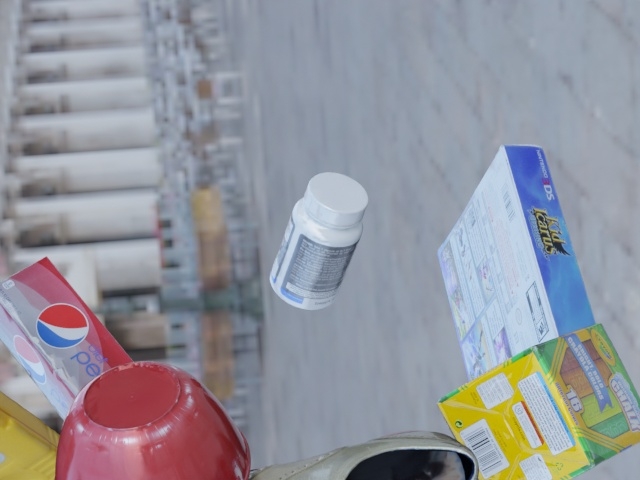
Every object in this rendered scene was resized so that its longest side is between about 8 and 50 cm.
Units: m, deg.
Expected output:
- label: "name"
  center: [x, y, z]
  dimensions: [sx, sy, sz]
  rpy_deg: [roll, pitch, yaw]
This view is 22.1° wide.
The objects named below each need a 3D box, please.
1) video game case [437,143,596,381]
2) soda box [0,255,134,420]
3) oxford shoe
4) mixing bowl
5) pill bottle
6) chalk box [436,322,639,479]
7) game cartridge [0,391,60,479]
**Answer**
- label: "video game case"
  center: [0.233, 0.062, 1.980]
  dimensions: [0.244, 0.061, 0.269]
  rpy_deg: [118, 147, -53]
- label: "soda box"
  center: [-0.274, 0.149, 1.875]
  dimensions: [0.263, 0.083, 0.092]
  rpy_deg: [48, 150, 18]
- label: "oxford shoe"
  center: [-0.021, 0.248, 1.457]
  dimensions: [0.123, 0.348, 0.130]
  rpy_deg: [65, 166, 7]
- label: "mixing bowl"
  center: [-0.157, 0.171, 1.443]
  dimensions: [0.181, 0.182, 0.098]
  rpy_deg: [-104, 5, -53]
- label: "pill bottle"
  center: [0.000, 0.000, 1.725]
  dimensions: [0.078, 0.078, 0.137]
  rpy_deg: [-102, 25, -47]
- label: "chalk box"
  center: [0.244, 0.175, 1.671]
  dimensions: [0.213, 0.132, 0.132]
  rpy_deg: [-13, -108, -56]
- label: "game cartridge"
  center: [-0.431, 0.226, 1.601]
  dimensions: [0.323, 0.285, 0.052]
  rpy_deg: [45, -164, -42]
